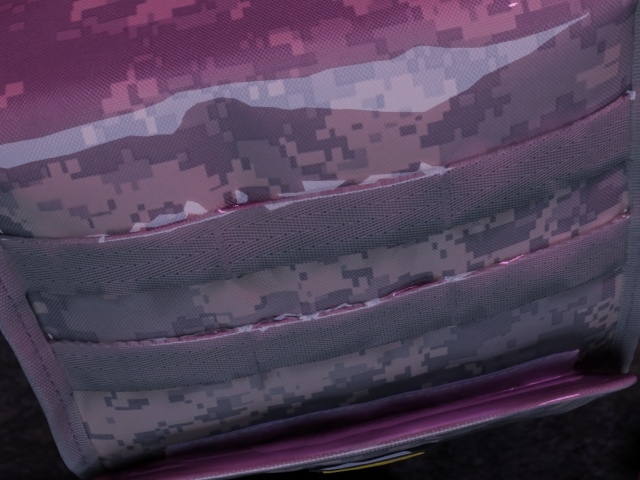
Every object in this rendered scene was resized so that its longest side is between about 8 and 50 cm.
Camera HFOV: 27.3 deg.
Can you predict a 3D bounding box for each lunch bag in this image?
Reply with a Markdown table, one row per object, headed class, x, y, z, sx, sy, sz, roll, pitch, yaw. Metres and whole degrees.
| class | x | y | z | sx | sy | sz | roll | pitch | yaw |
| --- | --- | --- | --- | --- | --- | --- | --- | --- | --- |
| lunch bag | 0.000 | 0.000 | 0.517 | 0.235 | 0.169 | 0.287 | -12 | 137 | 0 |

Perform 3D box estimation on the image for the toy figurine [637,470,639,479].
| class | x | y | z | sx | sy | sz | roll | pitch | yaw |
| --- | --- | --- | --- | --- | --- | --- | --- | --- | --- |
| toy figurine | 0.240 | 0.117 | 0.673 | 0.173 | 0.130 | 0.159 | 6 | 144 | -39 |
